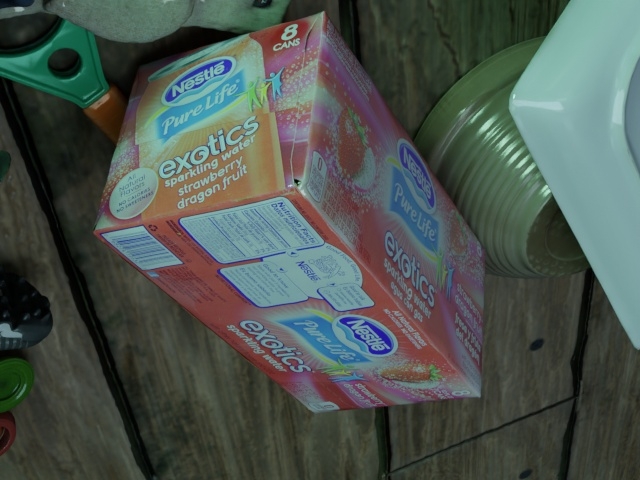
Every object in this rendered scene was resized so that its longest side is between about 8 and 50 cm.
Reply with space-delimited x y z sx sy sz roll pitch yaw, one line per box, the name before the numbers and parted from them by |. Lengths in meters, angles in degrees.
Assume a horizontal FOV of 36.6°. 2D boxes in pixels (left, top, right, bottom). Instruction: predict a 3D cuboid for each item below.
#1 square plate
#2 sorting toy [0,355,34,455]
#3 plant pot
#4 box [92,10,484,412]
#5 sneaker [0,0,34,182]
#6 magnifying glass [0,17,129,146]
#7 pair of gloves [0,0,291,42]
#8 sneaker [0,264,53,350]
square plate | 0.305 -0.125 0.767 0.344 0.049 0.347 -56 135 -15
sorting toy | -0.274 0.130 0.783 0.061 0.042 0.102 0 116 -47
plant pot | 0.200 -0.047 0.835 0.237 0.109 0.237 -16 133 -18
box | 0.000 0.000 0.697 0.154 0.142 0.300 -10 145 27
sneaker | -0.257 -0.012 0.513 0.350 0.148 0.131 -69 166 11
magnifying glass | -0.165 -0.114 0.643 0.092 0.026 0.231 -37 133 3
pair of gloves | -0.089 -0.231 0.559 0.204 0.042 0.240 -8 129 -32
sneaker | -0.311 0.060 0.676 0.234 0.078 0.106 7 126 -28
